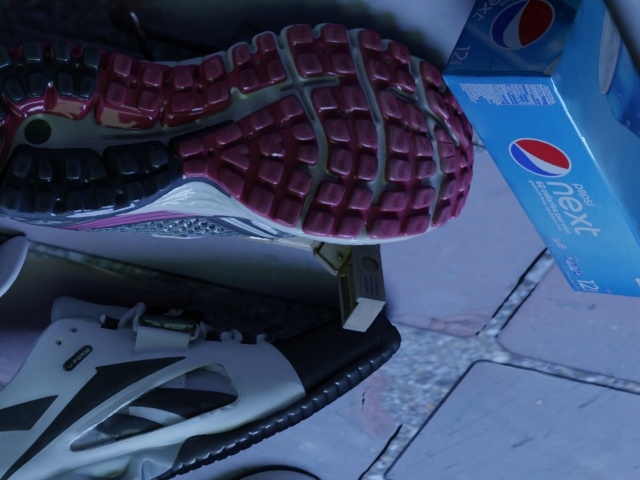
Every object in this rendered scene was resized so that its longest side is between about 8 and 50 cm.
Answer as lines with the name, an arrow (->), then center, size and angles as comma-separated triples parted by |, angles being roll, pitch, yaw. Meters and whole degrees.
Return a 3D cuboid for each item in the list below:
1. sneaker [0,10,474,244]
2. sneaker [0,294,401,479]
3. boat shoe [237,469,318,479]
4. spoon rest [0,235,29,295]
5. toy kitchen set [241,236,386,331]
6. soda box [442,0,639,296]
sneaker -> -0.060, -0.058, 0.873 | 0.299, 0.121, 0.112 | 4, 173, -11
sneaker -> -0.111, 0.088, 1.036 | 0.330, 0.146, 0.122 | -21, 170, -10
boat shoe -> -0.120, 0.294, 1.299 | 0.112, 0.095, 0.335 | 30, 132, -31
spoon rest -> -0.311, -0.012, 0.938 | 0.276, 0.084, 0.137 | 25, 135, -28
toy kitchen set -> 0.000, 0.000, 0.954 | 0.083, 0.075, 0.068 | 11, 139, -19
soda box -> 0.148, -0.052, 0.879 | 0.067, 0.071, 0.210 | 6, 148, 35
